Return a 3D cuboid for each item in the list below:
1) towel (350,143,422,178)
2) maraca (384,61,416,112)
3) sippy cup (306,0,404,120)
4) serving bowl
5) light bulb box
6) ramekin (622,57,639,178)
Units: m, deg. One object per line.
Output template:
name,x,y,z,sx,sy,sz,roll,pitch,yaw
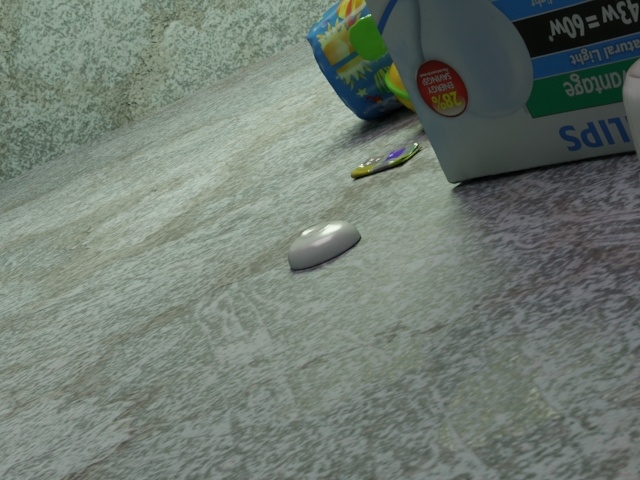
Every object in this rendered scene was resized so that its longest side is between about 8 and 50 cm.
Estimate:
towel,0.081,-0.100,1.927,0.083,0.009,0.060,-15,15,38
maraca,0.169,-0.207,2.013,0.185,0.099,0.127,23,46,38
sippy cup,0.112,-0.295,2.222,0.224,0.305,0.240,-33,53,14
serving bowl,0.000,0.000,1.639,0.083,0.027,0.083,-24,12,6
light bulb box,0.241,-0.278,1.550,0.225,0.361,0.358,-36,17,-36
ramekin,0.352,-0.121,1.281,0.207,0.109,0.207,-23,13,6
